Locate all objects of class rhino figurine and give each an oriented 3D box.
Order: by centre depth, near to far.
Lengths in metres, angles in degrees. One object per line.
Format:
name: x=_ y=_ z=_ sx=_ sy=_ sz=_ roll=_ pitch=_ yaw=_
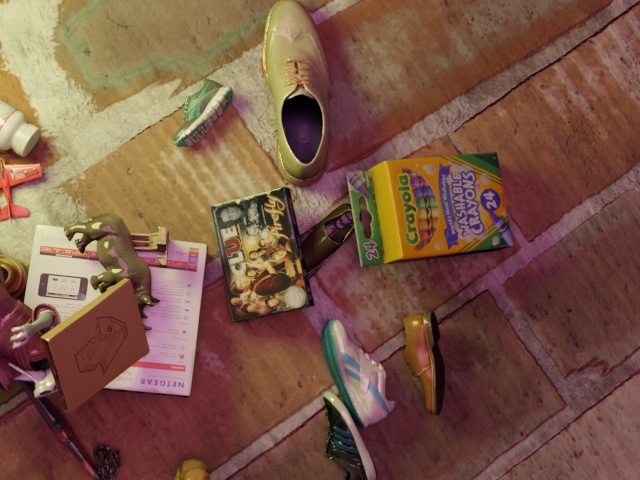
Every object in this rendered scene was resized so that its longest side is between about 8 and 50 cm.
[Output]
rhino figurine: x=-0.375 y=0.060 z=1.731 sx=0.106 sy=0.073 sz=0.243 roll=-28 pitch=92 yaw=-1

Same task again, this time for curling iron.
curling iron: x=-0.490 y=0.361 z=1.794 sx=0.274 sy=0.035 sz=0.068 roll=44 pitch=57 yaw=4

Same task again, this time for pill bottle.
pill bottle: x=-0.637 y=-0.232 z=1.818 sx=0.160 sy=0.087 sz=0.087 roll=31 pitch=79 yaw=-4

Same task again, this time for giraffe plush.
giraffe plush: x=-0.201 y=0.533 z=1.756 sx=0.170 sy=0.181 sz=0.210 roll=14 pitch=89 yaw=-14

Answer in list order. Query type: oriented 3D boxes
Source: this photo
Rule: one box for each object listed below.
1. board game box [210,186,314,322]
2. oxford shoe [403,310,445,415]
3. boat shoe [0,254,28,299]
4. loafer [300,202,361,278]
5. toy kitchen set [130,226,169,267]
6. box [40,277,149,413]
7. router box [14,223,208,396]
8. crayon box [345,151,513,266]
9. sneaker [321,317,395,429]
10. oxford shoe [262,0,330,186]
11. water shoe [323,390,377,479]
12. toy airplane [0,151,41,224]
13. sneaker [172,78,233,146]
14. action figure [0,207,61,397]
board game box: x=-0.118 y=0.030 z=1.857 sx=0.165 sy=0.042 sz=0.243 roll=-14 pitch=84 yaw=14
oxford shoe: x=0.212 y=0.256 z=1.908 sx=0.076 sy=0.076 sz=0.212 roll=-9 pitch=86 yaw=20
boat shoe: x=-0.726 y=0.087 z=1.746 sx=0.323 sy=0.120 sz=0.123 roll=-14 pitch=85 yaw=-11
loafer: x=0.000 y=0.000 z=1.891 sx=0.080 sy=0.078 sz=0.220 roll=43 pitch=78 yaw=-1
toy kitchen set: x=-0.326 y=0.015 z=1.750 sx=0.075 sy=0.083 sz=0.068 roll=3 pitch=78 yaw=-8
box: x=-0.395 y=0.185 z=1.641 sx=0.201 sy=0.021 sz=0.165 roll=-39 pitch=133 yaw=-42
router box: x=-0.403 y=0.139 z=1.799 sx=0.335 sy=0.082 sz=0.301 roll=7 pitch=77 yaw=-8
crayon box: x=0.227 y=-0.065 z=1.898 sx=0.322 sy=0.083 sz=0.203 roll=-7 pitch=84 yaw=-23
sneaker: x=0.073 y=0.260 z=1.873 sx=0.092 sy=0.087 sz=0.229 roll=-24 pitch=94 yaw=-18
oxford shoe: x=-0.037 y=-0.318 z=1.892 sx=0.140 sy=0.146 sz=0.397 roll=-8 pitch=83 yaw=-7
water shoe: x=0.041 y=0.403 z=1.849 sx=0.080 sy=0.073 sz=0.203 roll=-26 pitch=87 yaw=-9
toy airplane: x=-0.620 y=-0.103 z=1.834 sx=0.151 sy=0.028 sz=0.151 roll=1 pitch=83 yaw=-7
sneaker: x=-0.255 y=-0.264 z=1.904 sx=0.076 sy=0.065 sz=0.166 roll=36 pitch=75 yaw=14
action figure: x=-0.571 y=0.151 z=1.655 sx=0.248 sy=0.276 sz=0.370 roll=-37 pitch=114 yaw=22
